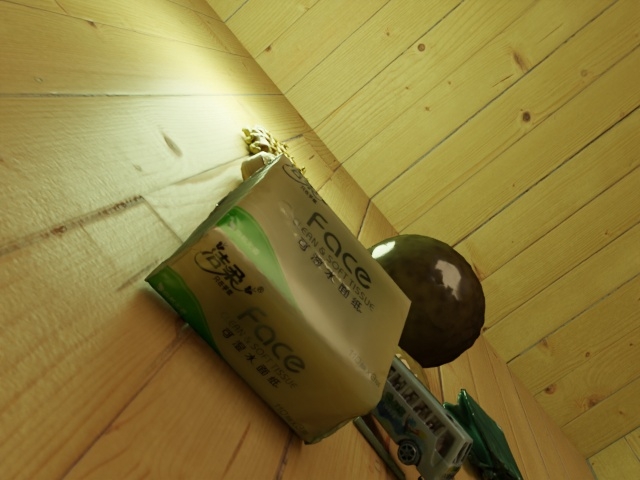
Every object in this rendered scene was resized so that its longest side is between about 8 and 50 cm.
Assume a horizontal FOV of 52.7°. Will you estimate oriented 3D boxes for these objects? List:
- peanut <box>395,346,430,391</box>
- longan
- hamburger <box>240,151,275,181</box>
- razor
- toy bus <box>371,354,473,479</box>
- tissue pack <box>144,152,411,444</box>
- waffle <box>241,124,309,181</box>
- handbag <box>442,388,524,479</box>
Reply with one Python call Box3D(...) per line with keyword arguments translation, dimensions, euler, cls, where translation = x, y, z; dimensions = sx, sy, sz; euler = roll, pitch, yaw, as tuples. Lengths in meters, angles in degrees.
Box3D(translation=(0.212, 0.373, 1.555), dimensions=(0.319, 0.147, 0.147), euler=(52, 14, 17), cls="peanut")
Box3D(translation=(0.262, 0.176, 1.799), dimensions=(0.391, 0.391, 0.391), euler=(47, 14, -16), cls="longan")
Box3D(translation=(-0.147, -0.154, 1.838), dimensions=(0.173, 0.116, 0.210), euler=(26, 31, -43), cls="hamburger")
Box3D(translation=(0.142, 0.455, 1.357), dimensions=(0.211, 0.036, 0.084), euler=(46, 1, 3), cls="razor")
Box3D(translation=(0.183, 0.370, 1.400), dimensions=(0.329, 0.136, 0.109), euler=(47, 5, 33), cls="toy bus")
Box3D(translation=(-0.050, 0.093, 1.159), dimensions=(0.405, 0.205, 0.332), euler=(49, 32, -12), cls="tissue pack")
Box3D(translation=(-0.148, -0.284, 2.244), dimensions=(0.325, 0.068, 0.302), euler=(48, 14, -18), cls="waffle")
Box3D(translation=(0.483, 0.608, 1.918), dimensions=(0.269, 0.100, 0.274), euler=(46, 15, -34), cls="handbag")
